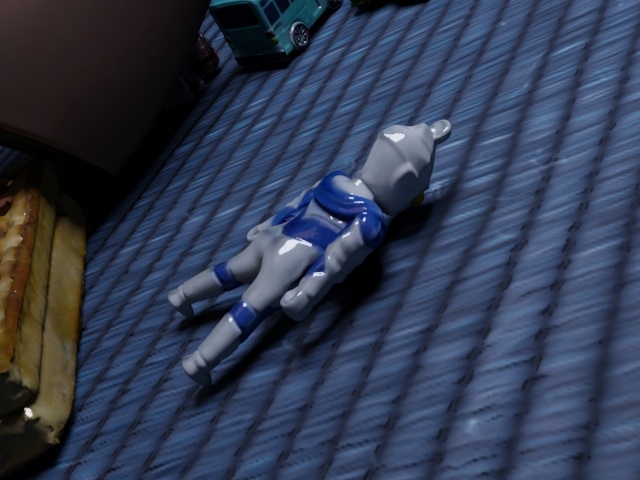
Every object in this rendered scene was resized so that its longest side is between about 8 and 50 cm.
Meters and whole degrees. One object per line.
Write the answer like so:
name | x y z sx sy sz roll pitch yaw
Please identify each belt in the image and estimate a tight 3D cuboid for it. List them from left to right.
belt | -0.219 -0.155 0.854 0.232 0.053 0.071 -28 38 11

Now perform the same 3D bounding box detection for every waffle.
waffle | -0.297 0.074 0.610 0.213 0.091 0.308 -30 34 5

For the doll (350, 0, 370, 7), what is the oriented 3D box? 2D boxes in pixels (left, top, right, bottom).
doll | 0.071 -0.282 0.756 0.113 0.076 0.078 -3 51 36

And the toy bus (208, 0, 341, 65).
toy bus | -0.038 -0.268 0.812 0.079 0.092 0.160 6 51 41

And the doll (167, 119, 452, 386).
doll | 0.000 0.000 0.497 0.227 0.057 0.114 -40 28 6

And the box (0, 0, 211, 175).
box | -0.270 -0.196 0.708 0.301 0.301 0.216 11 83 45
